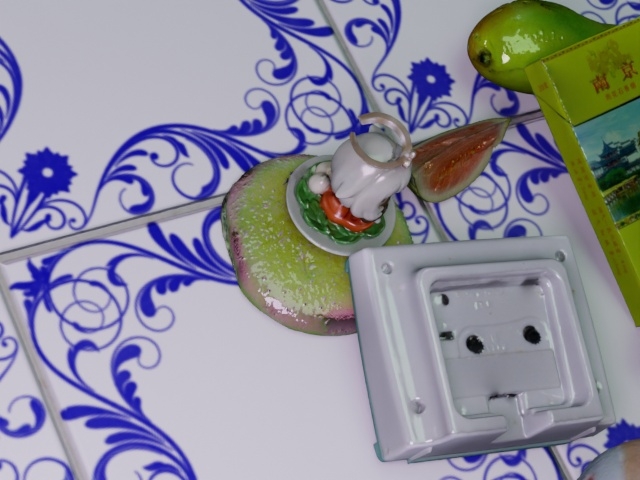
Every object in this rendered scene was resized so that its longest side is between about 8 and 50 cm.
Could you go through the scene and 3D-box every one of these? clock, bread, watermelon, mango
[{"bbox_3d":[0.177,0.106,1.554,0.262,0.116,0.231,-3,74,-23],"label":"clock"},{"bbox_3d":[0.000,0.000,1.614,0.228,0.033,0.229,9,61,-17],"label":"bread"},{"bbox_3d":[0.149,-0.084,1.698,0.163,0.087,0.069,-29,106,-29],"label":"watermelon"},{"bbox_3d":[0.282,-0.239,1.806,0.232,0.111,0.125,-8,69,-27],"label":"mango"}]

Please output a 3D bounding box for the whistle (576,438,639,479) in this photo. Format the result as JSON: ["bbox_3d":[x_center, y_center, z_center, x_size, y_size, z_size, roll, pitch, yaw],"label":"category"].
[{"bbox_3d":[0.314,0.315,1.440,0.189,0.189,0.348,36,30,1],"label":"whistle"}]

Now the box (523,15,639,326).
[{"bbox_3d":[0.382,-0.086,1.738,0.187,0.047,0.335,-25,91,-29],"label":"box"}]

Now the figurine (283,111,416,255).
[{"bbox_3d":[0.042,-0.071,1.557,0.132,0.154,0.132,10,59,-16],"label":"figurine"}]
